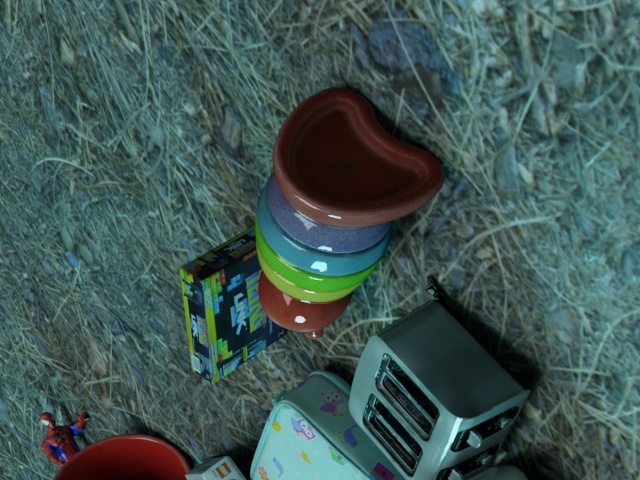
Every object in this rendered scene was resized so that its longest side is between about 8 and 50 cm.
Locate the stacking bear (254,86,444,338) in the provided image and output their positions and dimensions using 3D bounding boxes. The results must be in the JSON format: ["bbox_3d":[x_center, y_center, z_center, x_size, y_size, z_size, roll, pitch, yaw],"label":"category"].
[{"bbox_3d":[0.000,0.000,1.198,0.175,0.164,0.289,43,145,19],"label":"stacking bear"}]

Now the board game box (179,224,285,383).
[{"bbox_3d":[-0.112,0.083,1.384,0.048,0.141,0.170,27,134,36],"label":"board game box"}]

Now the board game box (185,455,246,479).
[{"bbox_3d":[-0.128,0.433,1.647,0.193,0.053,0.305,55,163,4],"label":"board game box"}]

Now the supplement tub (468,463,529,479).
[{"bbox_3d":[0.226,0.414,1.200,0.272,0.191,0.191,53,143,5],"label":"supplement tub"}]

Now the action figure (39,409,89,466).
[{"bbox_3d":[-0.470,0.452,2.095,0.280,0.091,0.139,53,149,5],"label":"action figure"}]

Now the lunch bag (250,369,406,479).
[{"bbox_3d":[0.014,0.313,1.436,0.224,0.108,0.279,44,141,20],"label":"lunch bag"}]

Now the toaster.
[{"bbox_3d":[0.127,0.173,1.192,0.186,0.110,0.168,47,143,28],"label":"toaster"}]

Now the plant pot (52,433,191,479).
[{"bbox_3d":[-0.332,0.525,1.875,0.275,0.275,0.243,27,144,34],"label":"plant pot"}]
